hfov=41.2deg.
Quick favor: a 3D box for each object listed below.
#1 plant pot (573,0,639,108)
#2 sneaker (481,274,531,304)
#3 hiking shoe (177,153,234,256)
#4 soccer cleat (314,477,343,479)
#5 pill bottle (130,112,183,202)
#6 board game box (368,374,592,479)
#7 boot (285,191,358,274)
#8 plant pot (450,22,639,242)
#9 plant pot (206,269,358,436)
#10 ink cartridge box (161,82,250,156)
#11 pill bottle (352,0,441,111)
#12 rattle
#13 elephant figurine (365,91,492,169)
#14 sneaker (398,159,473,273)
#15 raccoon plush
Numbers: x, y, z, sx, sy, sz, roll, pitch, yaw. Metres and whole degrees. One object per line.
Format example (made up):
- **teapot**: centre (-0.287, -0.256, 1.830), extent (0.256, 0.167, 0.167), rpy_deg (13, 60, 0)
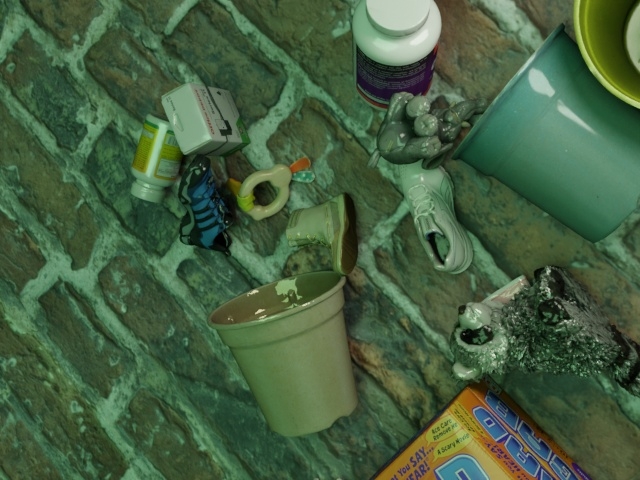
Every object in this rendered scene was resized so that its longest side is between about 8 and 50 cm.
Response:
- **plant pot**: centre (0.672, -0.407, 1.575), extent (0.366, 0.353, 0.367), rpy_deg (2, 96, 21)
- **sneaker**: centre (0.414, 0.140, 1.889), extent (0.134, 0.051, 0.070), rpy_deg (-35, 76, 17)
- **hiking shoe**: centre (-0.266, -0.089, 2.068), extent (0.132, 0.113, 0.304), rpy_deg (19, 143, 8)
- **soccer cleat**: centre (0.067, 0.615, 2.065), extent (0.196, 0.068, 0.076), rpy_deg (-6, 89, 25)
- **pill bottle**: centre (-0.411, -0.207, 2.155), extent (0.117, 0.117, 0.209), rpy_deg (23, 103, 19)
- **board game box**: centre (0.317, 0.555, 1.802), extent (0.356, 0.356, 0.356), rpy_deg (46, 109, 12)
- **boot**: centre (0.000, 0.000, 1.997), extent (0.165, 0.077, 0.213), rpy_deg (-16, 56, 24)
- **plant pot**: centre (0.497, -0.193, 1.695), extent (0.334, 0.341, 0.341), rpy_deg (40, 108, 6)
- **plant pot**: centre (-0.058, 0.269, 1.973), extent (0.333, 0.334, 0.306), rpy_deg (-13, 102, 22)
- **ink cartridge box**: centre (-0.272, -0.286, 2.043), extent (0.086, 0.208, 0.153), rpy_deg (-24, 86, 22)
- **pill bottle**: centre (0.157, -0.411, 1.784), extent (0.181, 0.323, 0.182), rpy_deg (-1, 74, 2)
- **rattle**: centre (-0.121, -0.153, 2.091), extent (0.199, 0.143, 0.130), rpy_deg (-45, 111, 4)
- **elephant figurine**: centre (0.241, -0.234, 1.848), extent (0.185, 0.239, 0.170), rpy_deg (9, 100, 34)
- **sneaker**: centre (0.251, -0.065, 1.896), extent (0.111, 0.129, 0.297), rpy_deg (-27, 83, 24)
- **raccoon plush**: centre (0.475, 0.267, 1.778), extent (0.446, 0.216, 0.299), rpy_deg (47, 118, 1)
